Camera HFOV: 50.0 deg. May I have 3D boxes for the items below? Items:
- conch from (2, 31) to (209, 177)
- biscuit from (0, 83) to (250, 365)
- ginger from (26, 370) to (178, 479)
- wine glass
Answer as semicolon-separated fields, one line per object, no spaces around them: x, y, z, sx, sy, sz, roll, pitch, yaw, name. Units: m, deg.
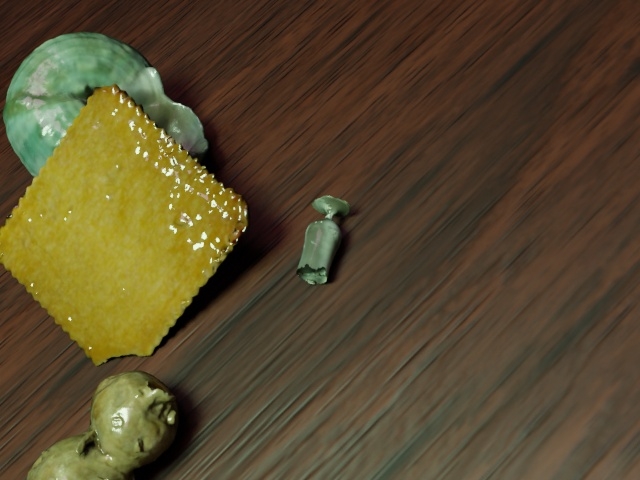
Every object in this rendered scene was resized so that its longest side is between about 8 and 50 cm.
-0.256;-0.145;0.818;0.220;0.195;0.277;-7;21;-17;conch
-0.210;-0.008;0.697;0.232;0.013;0.237;41;102;15;biscuit
-0.203;0.201;0.582;0.104;0.080;0.204;14;60;50;ginger
0.000;0.000;0.658;0.042;0.039;0.083;5;62;24;wine glass
